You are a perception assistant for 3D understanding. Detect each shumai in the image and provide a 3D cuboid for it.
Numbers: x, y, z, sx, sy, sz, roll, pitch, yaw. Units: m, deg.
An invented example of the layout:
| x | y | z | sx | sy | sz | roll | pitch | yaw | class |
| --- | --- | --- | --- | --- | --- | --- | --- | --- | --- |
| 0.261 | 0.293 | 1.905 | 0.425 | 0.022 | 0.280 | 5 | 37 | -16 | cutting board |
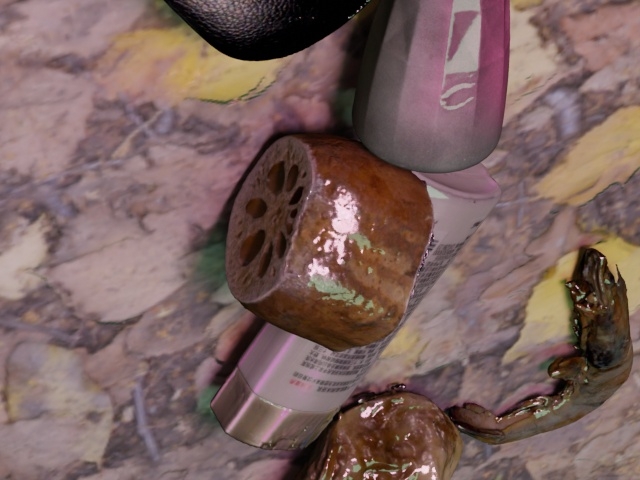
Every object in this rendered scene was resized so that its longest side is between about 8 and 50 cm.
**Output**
| x | y | z | sx | sy | sz | roll | pitch | yaw | class |
| --- | --- | --- | --- | --- | --- | --- | --- | --- | --- |
| 0.049 | 0.185 | 1.384 | 0.145 | 0.116 | 0.145 | -15 | 138 | -15 | shumai |

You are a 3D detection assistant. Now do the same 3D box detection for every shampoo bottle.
| x | y | z | sx | sy | sz | roll | pitch | yaw | class |
| --- | --- | --- | --- | --- | --- | --- | --- | --- | --- |
| 0.020 | 0.038 | 1.252 | 0.086 | 0.056 | 0.227 | 8 | 128 | -41 | shampoo bottle |

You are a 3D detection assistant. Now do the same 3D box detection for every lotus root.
| x | y | z | sx | sy | sz | roll | pitch | yaw | class |
| --- | --- | --- | --- | --- | --- | --- | --- | --- | --- |
| -0.002 | -0.001 | 1.154 | 0.081 | 0.112 | 0.122 | 16 | 92 | -32 | lotus root |

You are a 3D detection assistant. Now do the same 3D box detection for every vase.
| x | y | z | sx | sy | sz | roll | pitch | yaw | class |
| --- | --- | --- | --- | --- | --- | --- | --- | --- | --- |
| 0.069 | -0.143 | 1.070 | 0.086 | 0.086 | 0.214 | -13 | 134 | -22 | vase |

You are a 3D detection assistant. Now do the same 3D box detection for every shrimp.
| x | y | z | sx | sy | sz | roll | pitch | yaw | class |
| --- | --- | --- | --- | --- | --- | --- | --- | --- | --- |
| 0.156 | 0.086 | 1.418 | 0.148 | 0.035 | 0.195 | -22 | 143 | -7 | shrimp |

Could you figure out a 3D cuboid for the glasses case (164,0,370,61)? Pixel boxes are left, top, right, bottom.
| x | y | z | sx | sy | sz | roll | pitch | yaw | class |
| --- | --- | --- | --- | --- | --- | --- | --- | --- | --- |
| -0.062 | -0.188 | 0.931 | 0.122 | 0.075 | 0.314 | -36 | 142 | 9 | glasses case |
